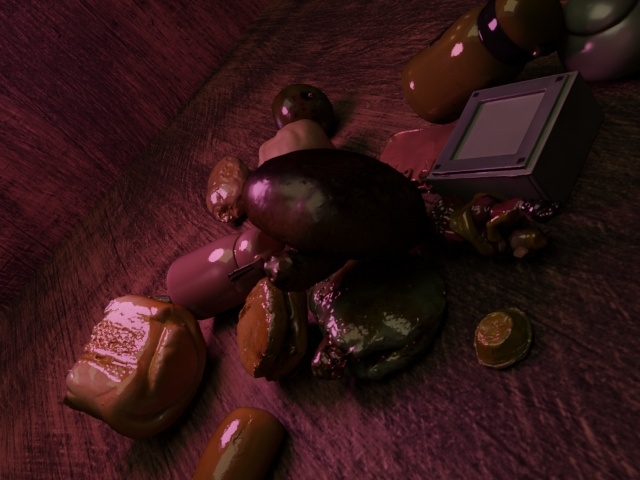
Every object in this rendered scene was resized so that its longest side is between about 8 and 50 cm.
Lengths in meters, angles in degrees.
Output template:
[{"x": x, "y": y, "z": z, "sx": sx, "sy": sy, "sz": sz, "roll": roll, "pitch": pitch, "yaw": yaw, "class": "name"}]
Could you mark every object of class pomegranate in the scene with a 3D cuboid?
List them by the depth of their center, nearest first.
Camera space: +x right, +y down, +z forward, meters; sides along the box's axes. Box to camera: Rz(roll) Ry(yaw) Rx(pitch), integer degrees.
[{"x": -0.062, "y": -0.362, "z": 1.753, "sx": 0.210, "sy": 0.179, "sz": 0.179, "roll": -14, "pitch": 43, "yaw": 60, "class": "pomegranate"}]

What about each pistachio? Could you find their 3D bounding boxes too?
[{"x": -0.050, "y": -0.168, "z": 1.512, "sx": 0.193, "sy": 0.214, "sz": 0.318, "roll": 101, "pitch": 169, "yaw": -52, "class": "pistachio"}]

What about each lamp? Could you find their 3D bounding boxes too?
[{"x": 0.294, "y": -0.023, "z": 0.989, "sx": 0.253, "sy": 0.118, "sz": 0.118, "roll": 6, "pitch": 60, "yaw": 53, "class": "lamp"}]

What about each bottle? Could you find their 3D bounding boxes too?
[{"x": 0.323, "y": -0.377, "z": 1.197, "sx": 0.351, "sy": 0.172, "sz": 0.171, "roll": -29, "pitch": 31, "yaw": 61, "class": "bottle"}, {"x": -0.219, "y": 0.082, "z": 1.432, "sx": 0.297, "sy": 0.173, "sz": 0.206, "roll": -23, "pitch": 15, "yaw": 31, "class": "bottle"}]

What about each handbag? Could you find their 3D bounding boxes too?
[{"x": 0.214, "y": -0.173, "z": 1.303, "sx": 0.213, "sy": 0.059, "sz": 0.157, "roll": 1, "pitch": 55, "yaw": 50, "class": "handbag"}]

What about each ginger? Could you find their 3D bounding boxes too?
[{"x": -0.269, "y": -0.160, "z": 1.812, "sx": 0.138, "sy": 0.152, "sz": 0.267, "roll": -7, "pitch": 37, "yaw": 7, "class": "ginger"}]

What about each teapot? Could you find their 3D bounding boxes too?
[{"x": 0.514, "y": -0.424, "z": 1.130, "sx": 0.220, "sy": 0.149, "sz": 0.318, "roll": -43, "pitch": 32, "yaw": 6, "class": "teapot"}]

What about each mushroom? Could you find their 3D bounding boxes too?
[{"x": 0.030, "y": -0.064, "z": 1.110, "sx": 0.345, "sy": 0.345, "sz": 0.239, "roll": -90, "pitch": 19, "yaw": -48, "class": "mushroom"}]

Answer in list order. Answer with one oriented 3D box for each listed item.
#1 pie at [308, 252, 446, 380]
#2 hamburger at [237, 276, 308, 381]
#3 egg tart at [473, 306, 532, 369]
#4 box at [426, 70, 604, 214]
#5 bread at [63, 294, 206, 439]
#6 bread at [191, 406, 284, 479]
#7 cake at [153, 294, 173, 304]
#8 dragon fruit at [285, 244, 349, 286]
[{"x": 0.102, "y": 0.123, "z": 1.089, "sx": 0.257, "sy": 0.105, "sz": 0.274, "roll": -21, "pitch": 39, "yaw": 14, "class": "pie"}, {"x": -0.094, "y": 0.172, "z": 1.182, "sx": 0.214, "sy": 0.108, "sz": 0.213, "roll": -174, "pitch": 90, "yaw": -72, "class": "hamburger"}, {"x": 0.269, "y": 0.142, "z": 0.905, "sx": 0.105, "sy": 0.039, "sz": 0.105, "roll": -29, "pitch": 37, "yaw": 24, "class": "egg tart"}, {"x": 0.344, "y": -0.170, "z": 1.084, "sx": 0.225, "sy": 0.117, "sz": 0.225, "roll": 4, "pitch": 58, "yaw": 53, "class": "box"}, {"x": -0.400, "y": 0.293, "z": 1.397, "sx": 0.270, "sy": 0.211, "sz": 0.315, "roll": 9, "pitch": 66, "yaw": 27, "class": "bread"}, {"x": -0.160, "y": 0.401, "z": 1.087, "sx": 0.147, "sy": 0.098, "sz": 0.217, "roll": -6, "pitch": 51, "yaw": 43, "class": "bread"}, {"x": -0.404, "y": 0.268, "z": 1.595, "sx": 0.100, "sy": 0.099, "sz": 0.235, "roll": -4, "pitch": 73, "yaw": 48, "class": "cake"}, {"x": 0.000, "y": 0.000, "z": 1.303, "sx": 0.262, "sy": 0.134, "sz": 0.211, "roll": -29, "pitch": 39, "yaw": 29, "class": "dragon fruit"}]
